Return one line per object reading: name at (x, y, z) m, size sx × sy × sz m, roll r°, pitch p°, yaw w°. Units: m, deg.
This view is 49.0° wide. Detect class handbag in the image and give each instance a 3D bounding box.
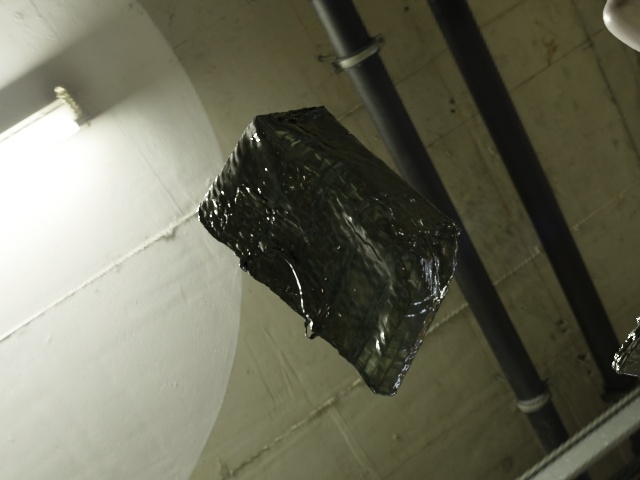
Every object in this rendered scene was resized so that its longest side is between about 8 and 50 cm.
handbag at (0.000, 0.000, 0.625) m, size 0.088 × 0.270 × 0.175 m, roll -21°, pitch -33°, yaw -49°

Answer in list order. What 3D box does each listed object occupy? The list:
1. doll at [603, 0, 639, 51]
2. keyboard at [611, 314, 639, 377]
doll at (0.302, -0.142, 0.486) m, size 0.160 × 0.161 × 0.059 m, roll 43°, pitch -120°, yaw -22°
keyboard at (0.309, 0.024, 0.542) m, size 0.072 × 0.023 × 0.231 m, roll 14°, pitch -58°, yaw -6°
